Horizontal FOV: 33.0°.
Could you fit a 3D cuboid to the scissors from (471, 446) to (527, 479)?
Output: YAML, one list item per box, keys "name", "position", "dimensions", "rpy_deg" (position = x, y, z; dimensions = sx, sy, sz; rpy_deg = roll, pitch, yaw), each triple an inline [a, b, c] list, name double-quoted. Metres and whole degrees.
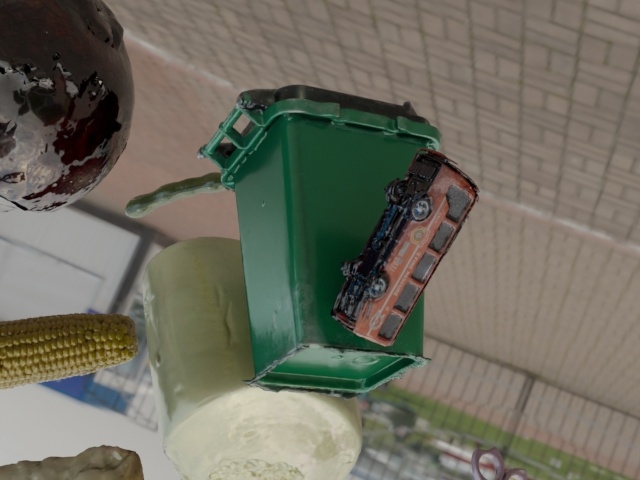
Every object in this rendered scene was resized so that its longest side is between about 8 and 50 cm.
- name: "scissors"
  position: [0.231, 0.378, 1.488]
  dimensions: [0.110, 0.212, 0.021]
  rpy_deg: [40, 133, -5]

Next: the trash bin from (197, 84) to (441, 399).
- name: "trash bin"
  position: [0.000, 0.000, 1.461]
  dimensions: [0.295, 0.381, 0.259]
  rpy_deg: [9, 153, -24]

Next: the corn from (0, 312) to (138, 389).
- name: "corn"
  position: [-0.466, 0.181, 1.817]
  dimensions: [0.321, 0.119, 0.119]
  rpy_deg: [-9, -177, -22]

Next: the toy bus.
- name: "toy bus"
  position: [0.100, 0.009, 1.286]
  dimensions: [0.096, 0.235, 0.073]
  rpy_deg: [30, -178, -37]

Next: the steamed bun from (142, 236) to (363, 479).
- name: "steamed bun"
  position: [-0.097, 0.221, 1.759]
  dimensions: [0.289, 0.371, 0.456]
  rpy_deg: [-18, 142, 5]

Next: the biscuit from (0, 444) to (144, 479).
- name: "biscuit"
  position: [-0.339, 0.372, 0.901]
  dimensions: [0.429, 0.446, 0.104]
  rpy_deg: [-7, -145, -8]

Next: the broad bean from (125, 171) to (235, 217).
- name: "broad bean"
  position: [-0.267, -0.089, 2.046]
  dimensions: [0.256, 0.053, 0.052]
  rpy_deg: [-13, 164, 24]

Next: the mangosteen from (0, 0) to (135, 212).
- name: "mangosteen"
  position: [-0.460, -0.209, 1.415]
  dimensions: [0.421, 0.381, 0.381]
  rpy_deg: [-6, 167, 5]
